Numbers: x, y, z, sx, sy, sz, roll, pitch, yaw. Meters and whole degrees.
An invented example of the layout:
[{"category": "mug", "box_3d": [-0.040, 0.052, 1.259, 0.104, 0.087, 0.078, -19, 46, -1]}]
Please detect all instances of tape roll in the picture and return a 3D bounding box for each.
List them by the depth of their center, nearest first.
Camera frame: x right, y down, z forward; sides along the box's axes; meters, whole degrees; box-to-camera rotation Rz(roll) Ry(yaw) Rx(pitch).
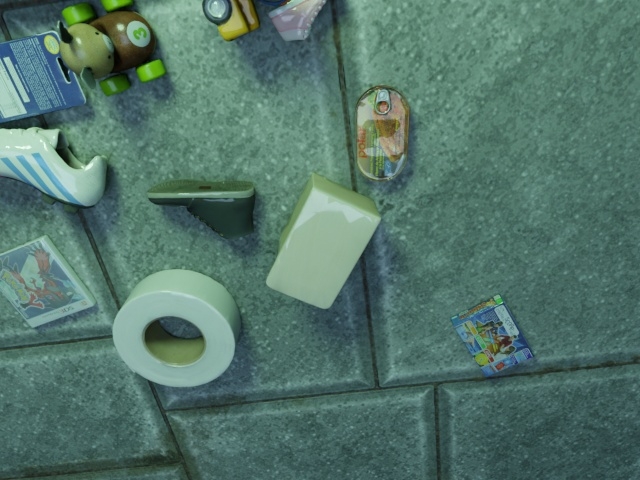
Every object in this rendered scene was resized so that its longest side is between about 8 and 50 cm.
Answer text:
[{"category": "tape roll", "box_3d": [-0.339, 0.214, 1.121, 0.286, 0.100, 0.286, 0, 118, 0]}]

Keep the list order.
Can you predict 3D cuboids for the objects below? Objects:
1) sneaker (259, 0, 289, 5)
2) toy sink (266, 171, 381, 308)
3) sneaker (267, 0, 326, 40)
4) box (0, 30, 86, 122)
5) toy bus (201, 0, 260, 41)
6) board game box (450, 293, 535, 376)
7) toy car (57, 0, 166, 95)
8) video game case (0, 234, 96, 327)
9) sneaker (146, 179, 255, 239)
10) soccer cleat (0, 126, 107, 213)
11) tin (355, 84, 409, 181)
[{"category": "sneaker", "box_3d": [-0.139, -0.415, 0.680, 0.221, 0.087, 0.083, 16, 114, -11]}, {"category": "toy sink", "box_3d": [0.000, 0.000, 0.993, 0.153, 0.131, 0.234, 23, 110, -11]}, {"category": "sneaker", "box_3d": [-0.020, -0.402, 0.830, 0.134, 0.051, 0.070, -21, 117, 14]}, {"category": "box", "box_3d": [-0.568, -0.305, 0.886, 0.225, 0.036, 0.136, -9, 117, 6]}, {"category": "toy bus", "box_3d": [-0.173, -0.505, 0.744, 0.130, 0.108, 0.332, -21, 115, 7]}, {"category": "board game box", "box_3d": [0.433, 0.242, 1.172, 0.136, 0.035, 0.201, -29, 114, 14]}, {"category": "toy car", "box_3d": [-0.373, -0.326, 0.790, 0.149, 0.188, 0.155, -17, 116, 9]}, {"category": "video game case", "box_3d": [-0.666, 0.102, 1.105, 0.183, 0.023, 0.201, -20, 116, 10]}, {"category": "sneaker", "box_3d": [-0.250, -0.060, 0.988, 0.222, 0.083, 0.118, 1, 118, -2]}, {"category": "soccer cleat", "box_3d": [-0.588, -0.177, 0.923, 0.331, 0.116, 0.143, 22, 104, -16]}, {"category": "tin", "box_3d": [0.121, -0.213, 0.936, 0.106, 0.040, 0.189, -3, 117, -3]}]
